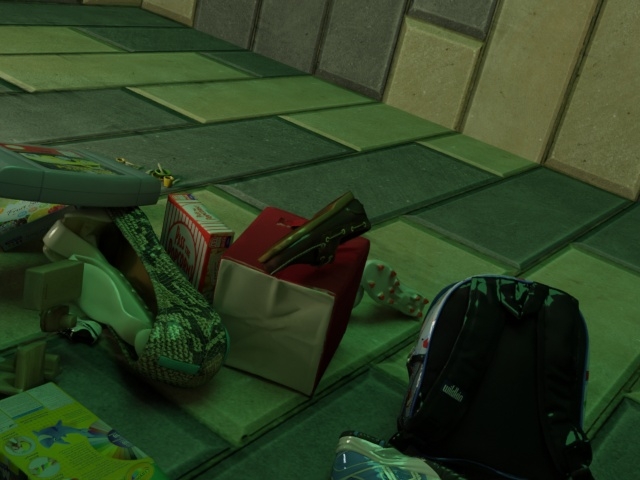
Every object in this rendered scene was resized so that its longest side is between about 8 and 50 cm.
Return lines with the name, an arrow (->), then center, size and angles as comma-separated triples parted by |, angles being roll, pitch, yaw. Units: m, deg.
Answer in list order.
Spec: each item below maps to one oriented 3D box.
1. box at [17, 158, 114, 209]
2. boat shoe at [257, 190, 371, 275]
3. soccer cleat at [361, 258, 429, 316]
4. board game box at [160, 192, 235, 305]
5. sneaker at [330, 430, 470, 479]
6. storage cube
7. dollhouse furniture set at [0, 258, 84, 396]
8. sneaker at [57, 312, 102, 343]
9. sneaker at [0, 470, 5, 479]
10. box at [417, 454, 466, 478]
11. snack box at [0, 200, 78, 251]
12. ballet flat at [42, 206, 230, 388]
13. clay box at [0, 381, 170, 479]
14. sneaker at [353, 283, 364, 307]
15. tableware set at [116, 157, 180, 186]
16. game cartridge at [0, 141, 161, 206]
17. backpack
box -> -0.488, -0.108, 1.572 | 0.042, 0.109, 0.178 | 29, 27, 35
boat shoe -> 0.000, 0.000, 1.158 | 0.207, 0.073, 0.073 | -35, 96, -39
soccer cleat -> 0.120, 0.087, 1.484 | 0.076, 0.068, 0.196 | 22, -10, 46
board game box -> -0.204, 0.042, 1.283 | 0.045, 0.193, 0.147 | -3, 28, -37
sneaker -> 0.111, 0.310, 1.009 | 0.211, 0.080, 0.081 | 17, 65, 18
storage cube -> -0.051, 0.087, 1.258 | 0.184, 0.214, 0.193 | 19, 29, 9
dollhouse furniture set -> -0.402, 0.100, 1.063 | 0.123, 0.151, 0.144 | 9, 7, 8
sneaker -> -0.363, 0.128, 1.197 | 0.083, 0.031, 0.037 | 12, 22, -3
sneaker -> -0.384, 0.315, 0.681 | 0.182, 0.158, 0.410 | -20, 29, 0
box -> 0.160, 0.319, 1.085 | 0.067, 0.018, 0.083 | 16, 23, 2
snack box -> -0.499, -0.044, 1.433 | 0.141, 0.037, 0.100 | -25, 34, -13
ballet flat -> -0.312, 0.045, 1.232 | 0.182, 0.164, 0.483 | 20, 15, -44
clay box -> -0.291, 0.251, 0.928 | 0.222, 0.053, 0.127 | 28, 25, 29
sneaker -> -0.020, 0.062, 1.486 | 0.111, 0.102, 0.252 | -8, 40, -45
tableware set -> -0.399, -0.156, 1.848 | 0.154, 0.024, 0.104 | 19, 23, 9
game cartridge -> -0.402, -0.101, 1.263 | 0.196, 0.060, 0.294 | 27, 16, 34
backpack -> 0.245, 0.181, 1.135 | 0.277, 0.263, 0.213 | 15, -1, -5
